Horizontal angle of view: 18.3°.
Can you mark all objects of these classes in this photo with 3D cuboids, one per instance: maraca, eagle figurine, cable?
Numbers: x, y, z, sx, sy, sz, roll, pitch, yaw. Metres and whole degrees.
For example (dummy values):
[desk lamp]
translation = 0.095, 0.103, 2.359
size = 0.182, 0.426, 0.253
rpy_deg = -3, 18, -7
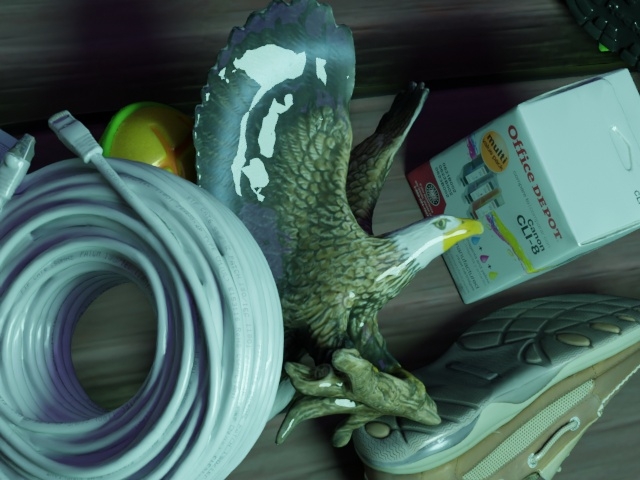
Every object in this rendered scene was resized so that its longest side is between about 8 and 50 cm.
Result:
[maraca]
translation = -0.104, -0.032, 1.530
size = 0.185, 0.099, 0.127
rpy_deg = 34, 59, -42
[eagle figurine]
translation = 0.011, -0.002, 1.502
size = 0.225, 0.226, 0.298
rpy_deg = -6, 63, -22
[cable]
translation = -0.150, 0.072, 1.384
size = 0.257, 0.257, 0.089
rpy_deg = 35, 10, 26

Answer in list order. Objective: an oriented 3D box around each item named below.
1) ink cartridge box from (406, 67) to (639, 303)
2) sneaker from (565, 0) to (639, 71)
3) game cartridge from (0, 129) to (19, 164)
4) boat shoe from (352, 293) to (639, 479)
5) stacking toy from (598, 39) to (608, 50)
[ink cartridge box]
translation = 0.186, -0.044, 1.648
size = 0.127, 0.176, 0.128
rpy_deg = -20, 83, -34
[sneaker]
translation = 0.360, -0.177, 1.788
size = 0.283, 0.107, 0.124
rpy_deg = 48, 55, 6
[game cartridge]
translation = -0.262, -0.066, 1.496
size = 0.083, 0.017, 0.056
rpy_deg = 33, 56, -16
[boat shoe]
translation = 0.156, 0.137, 1.618
size = 0.324, 0.123, 0.116
rpy_deg = -24, 117, -32
[stacking toy]
translation = 0.354, -0.138, 1.854
size = 0.167, 0.052, 0.221
rpy_deg = -7, 76, -32
